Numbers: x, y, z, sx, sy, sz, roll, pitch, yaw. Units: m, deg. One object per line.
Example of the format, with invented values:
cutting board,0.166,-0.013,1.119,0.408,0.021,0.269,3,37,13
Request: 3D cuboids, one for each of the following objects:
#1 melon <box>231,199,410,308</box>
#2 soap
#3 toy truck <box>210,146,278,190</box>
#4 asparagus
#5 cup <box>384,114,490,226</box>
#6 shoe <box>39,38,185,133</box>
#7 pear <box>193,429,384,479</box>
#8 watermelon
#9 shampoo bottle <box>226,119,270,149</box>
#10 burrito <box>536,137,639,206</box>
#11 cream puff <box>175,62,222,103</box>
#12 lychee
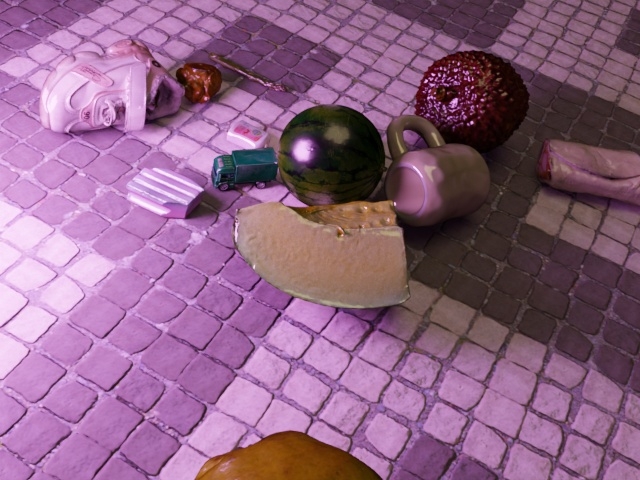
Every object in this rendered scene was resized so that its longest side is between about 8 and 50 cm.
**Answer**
melon,0.000,0.000,1.537,0.343,0.226,0.331,-2,45,1
soap,-0.336,-0.104,1.663,0.149,0.056,0.100,24,49,11
toy truck,-0.176,-0.161,1.738,0.147,0.079,0.065,-7,49,-15
asparagus,-0.198,-0.451,2.044,0.248,0.025,0.024,28,33,15
cup,0.254,-0.166,1.711,0.202,0.255,0.173,-14,8,-39
shoe,-0.483,-0.344,1.781,0.198,0.172,0.351,34,51,15
pear,-0.035,0.459,1.012,0.352,0.352,0.413,-9,44,-20
watermelon,0.024,-0.183,1.687,0.242,0.242,0.242,6,46,-6
shampoo bottle,-0.169,-0.249,1.845,0.099,0.043,0.072,28,48,14
burrito,0.703,-0.169,1.919,0.299,0.105,0.143,10,56,-4
cream puff,-0.309,-0.400,1.931,0.116,0.094,0.122,-4,25,-20
lychee,0.375,-0.337,1.895,0.304,0.275,0.276,3,41,-45
